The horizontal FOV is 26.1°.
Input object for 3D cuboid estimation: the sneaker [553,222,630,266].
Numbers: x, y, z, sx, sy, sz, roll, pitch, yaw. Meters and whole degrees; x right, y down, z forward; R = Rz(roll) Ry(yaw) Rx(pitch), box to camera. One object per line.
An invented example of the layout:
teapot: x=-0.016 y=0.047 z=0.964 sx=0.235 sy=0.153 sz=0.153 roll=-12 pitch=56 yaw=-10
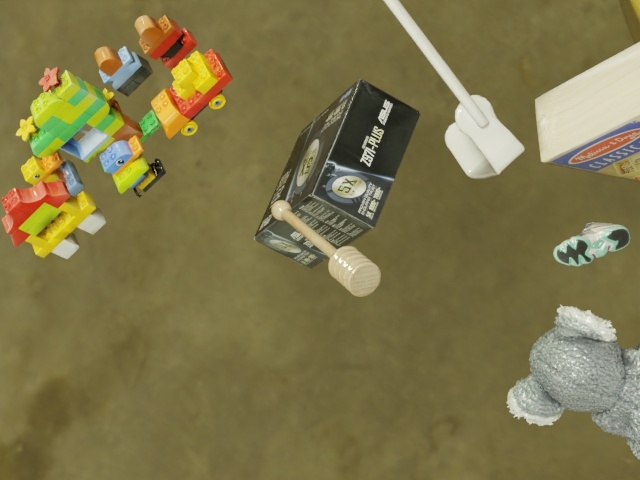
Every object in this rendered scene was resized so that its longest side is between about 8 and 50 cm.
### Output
sneaker: x=0.328 y=0.002 z=1.709 sx=0.098 sy=0.038 sz=0.069 roll=-14 pitch=14 yaw=-7

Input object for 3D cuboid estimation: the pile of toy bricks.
pile of toy bricks: x=-0.180 y=-0.096 z=1.065 sx=0.212 sy=0.105 sz=0.118 roll=-42 pitch=51 yaw=16

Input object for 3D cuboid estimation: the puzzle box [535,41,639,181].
puzzle box: x=0.369 y=-0.116 z=0.865 sx=0.409 sy=0.272 sz=0.052 roll=-28 pitch=60 yaw=53

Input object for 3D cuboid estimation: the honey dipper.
honey dipper: x=0.000 y=0.000 z=1.143 sx=0.030 sy=0.030 sz=0.160 roll=-55 pitch=36 yaw=5

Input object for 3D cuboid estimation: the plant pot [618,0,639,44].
plant pot: x=0.409 y=-0.284 z=1.462 sx=0.212 sy=0.212 sz=0.187 roll=-9 pitch=61 yaw=18

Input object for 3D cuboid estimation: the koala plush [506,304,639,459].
koala plush: x=0.352 y=0.164 z=1.685 sx=0.196 sy=0.221 sz=0.203 roll=-59 pitch=24 yaw=27

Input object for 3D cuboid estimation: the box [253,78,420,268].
box: x=0.015 y=-0.067 z=1.476 sx=0.180 sy=0.077 sz=0.147 roll=-34 pitch=31 yaw=64

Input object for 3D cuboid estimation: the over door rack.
over door rack: x=0.099 y=-0.216 z=0.683 sx=0.239 sy=0.324 sz=0.108 roll=-41 pitch=27 yaw=-6
